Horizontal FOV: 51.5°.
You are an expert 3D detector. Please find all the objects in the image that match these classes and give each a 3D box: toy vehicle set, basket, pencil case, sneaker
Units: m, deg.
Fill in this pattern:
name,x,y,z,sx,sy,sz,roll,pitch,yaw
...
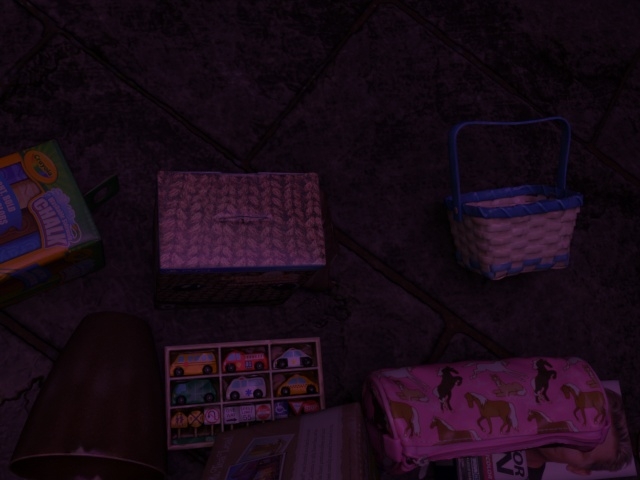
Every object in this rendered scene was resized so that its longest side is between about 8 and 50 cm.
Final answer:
name,x,y,z,sx,sy,sz,roll,pitch,yaw
toy vehicle set,-0.126,0.255,1.115,0.266,0.035,0.166,-1,74,-16
basket,0.353,-0.083,1.247,0.254,0.201,0.289,-5,106,-18
pencil case,0.257,0.269,1.040,0.386,0.160,0.167,-2,70,-16
sneaker,0.000,0.000,1.224,0.071,0.066,0.188,15,75,-29

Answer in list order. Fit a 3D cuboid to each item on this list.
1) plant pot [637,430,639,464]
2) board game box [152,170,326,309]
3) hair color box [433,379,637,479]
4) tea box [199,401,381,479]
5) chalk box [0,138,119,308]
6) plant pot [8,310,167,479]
name,x,y,z,sx,sy,sz,roll,pitch,yaw
plant pot,0.717,0.399,1.237,0.166,0.165,0.167,5,71,-14
board game box,-0.143,0.010,1.048,0.232,0.291,0.141,-1,74,-15
hair color box,0.375,0.346,1.190,0.347,0.105,0.174,0,73,-16
tea box,-0.015,0.428,0.806,0.219,0.329,0.324,-14,101,5
chalk box,-0.446,-0.024,1.035,0.289,0.180,0.179,-23,81,-19
plant pot,-0.324,0.233,0.994,0.215,0.215,0.230,9,57,-13
